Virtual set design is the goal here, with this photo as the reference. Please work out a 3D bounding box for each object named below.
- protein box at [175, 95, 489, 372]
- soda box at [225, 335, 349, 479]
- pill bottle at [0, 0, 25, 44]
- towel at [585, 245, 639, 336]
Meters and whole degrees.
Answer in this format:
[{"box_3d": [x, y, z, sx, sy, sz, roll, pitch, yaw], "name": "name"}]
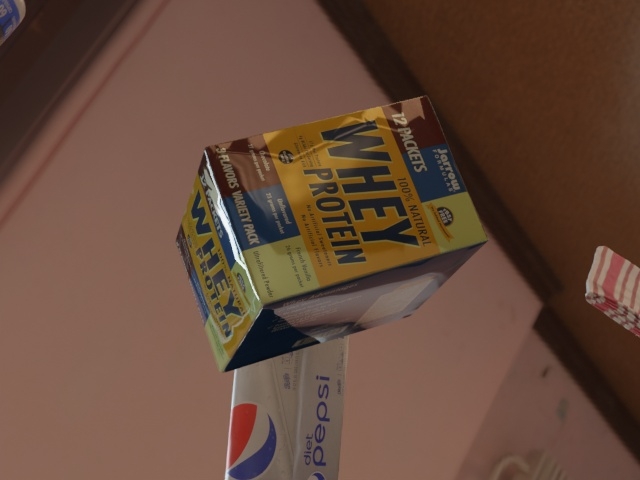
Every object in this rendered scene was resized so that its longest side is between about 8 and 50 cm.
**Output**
[{"box_3d": [0.000, 0.000, 0.958, 0.201, 0.200, 0.136, 123, 129, -64], "name": "protein box"}, {"box_3d": [-0.039, 0.219, 1.223, 0.091, 0.286, 0.098, -1, 170, 32], "name": "soda box"}, {"box_3d": [-0.240, -0.108, 0.642, 0.078, 0.137, 0.078, 28, 157, 13], "name": "pill bottle"}, {"box_3d": [0.405, 0.084, 1.334, 0.197, 0.144, 0.029, 34, 118, 2], "name": "towel"}]
